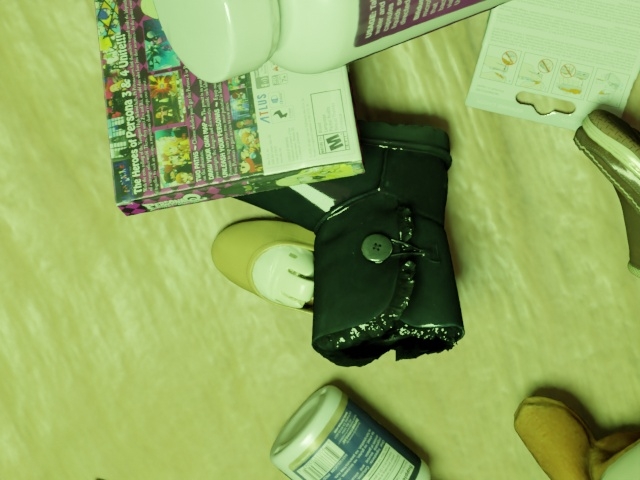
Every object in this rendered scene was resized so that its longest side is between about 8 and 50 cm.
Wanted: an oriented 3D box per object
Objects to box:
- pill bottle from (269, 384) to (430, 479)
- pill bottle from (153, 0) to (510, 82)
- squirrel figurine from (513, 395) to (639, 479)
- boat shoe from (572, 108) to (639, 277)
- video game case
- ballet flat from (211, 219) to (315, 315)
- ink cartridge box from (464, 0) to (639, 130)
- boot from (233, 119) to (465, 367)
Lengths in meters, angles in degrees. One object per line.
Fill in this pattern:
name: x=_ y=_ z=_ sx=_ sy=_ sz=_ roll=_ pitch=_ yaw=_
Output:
pill bottle: x=0.043 y=0.222 z=1.286 sx=0.169 sy=0.094 sz=0.094 roll=41 pitch=102 yaw=-8
pill bottle: x=0.024 y=-0.229 z=1.069 sx=0.301 sy=0.169 sz=0.169 roll=-24 pitch=105 yaw=-26
squirrel figurine: x=0.432 y=0.219 z=1.168 sx=0.397 sy=0.281 sz=0.370 roll=36 pitch=116 yaw=-24
boat shoe: x=0.309 y=-0.004 z=1.219 sx=0.257 sy=0.095 sz=0.095 roll=41 pitch=108 yaw=-8
video game case: x=-0.081 y=-0.150 z=1.167 sx=0.210 sy=0.042 sz=0.232 roll=-10 pitch=73 yaw=4
ballet flat: x=0.011 y=0.039 z=1.250 sx=0.232 sy=0.073 sz=0.080 roll=15 pitch=107 yaw=-1
ink cartridge box: x=0.219 y=-0.190 z=1.211 sx=0.145 sy=0.045 sz=0.179 roll=13 pitch=123 yaw=-2
boot: x=0.000 y=0.000 z=1.180 sx=0.246 sy=0.094 sz=0.207 roll=3 pitch=64 yaw=-3
